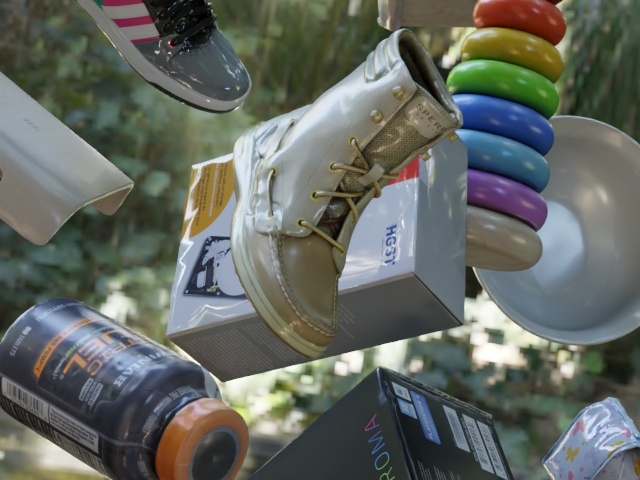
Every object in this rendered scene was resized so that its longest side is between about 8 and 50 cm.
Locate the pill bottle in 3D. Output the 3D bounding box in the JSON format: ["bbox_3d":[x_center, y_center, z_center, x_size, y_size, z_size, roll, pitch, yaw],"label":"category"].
[{"bbox_3d":[-0.178,0.150,1.368,0.246,0.130,0.130,23,8,38],"label":"pill bottle"}]

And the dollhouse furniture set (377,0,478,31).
[{"bbox_3d":[0.215,-0.426,2.261,0.303,0.355,0.174,-1,19,-25],"label":"dollhouse furniture set"}]

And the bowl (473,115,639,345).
[{"bbox_3d":[0.312,-0.004,1.967,0.298,0.298,0.134,9,-11,-11],"label":"bowl"}]

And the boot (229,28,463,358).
[{"bbox_3d":[0.022,-0.037,1.015,0.165,0.213,0.077,-34,-50,24],"label":"boot"}]

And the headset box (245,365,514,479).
[{"bbox_3d":[0.017,0.277,1.060,0.131,0.283,0.246,27,33,-36],"label":"headset box"}]

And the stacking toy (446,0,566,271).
[{"bbox_3d":[0.169,-0.144,1.397,0.141,0.330,0.141,14,-10,2],"label":"stacking toy"}]

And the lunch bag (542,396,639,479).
[{"bbox_3d":[0.231,0.179,1.226,0.053,0.083,0.071,22,20,-24],"label":"lunch bag"}]

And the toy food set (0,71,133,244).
[{"bbox_3d":[-0.334,-0.088,1.601,0.220,0.092,0.306,40,10,-1],"label":"toy food set"}]

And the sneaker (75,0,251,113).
[{"bbox_3d":[-0.167,-0.289,1.669,0.295,0.124,0.178,44,-37,0],"label":"sneaker"}]

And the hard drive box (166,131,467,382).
[{"bbox_3d":[0.000,0.000,1.240,0.232,0.181,0.089,-16,-40,26],"label":"hard drive box"}]
